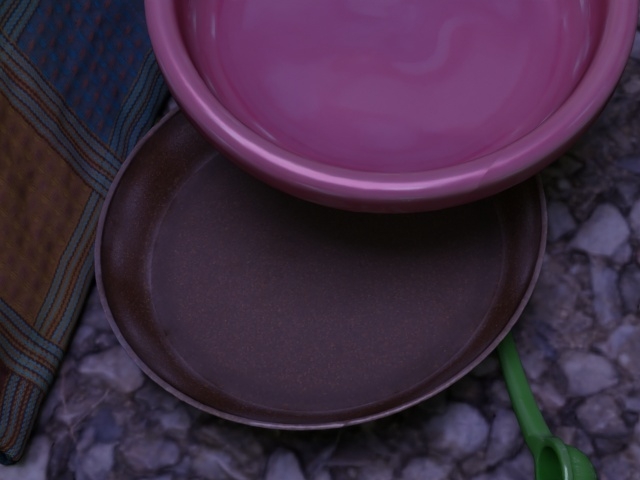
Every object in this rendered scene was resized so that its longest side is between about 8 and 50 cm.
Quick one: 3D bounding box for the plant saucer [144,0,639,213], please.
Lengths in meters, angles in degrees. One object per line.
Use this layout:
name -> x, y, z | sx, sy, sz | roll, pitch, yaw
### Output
plant saucer -> 0.047, -0.160, 0.966 | 0.332, 0.084, 0.332 | 0, 64, 0

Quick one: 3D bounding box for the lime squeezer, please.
lime squeezer -> 0.183, 0.153, 0.863 | 0.110, 0.059, 0.310 | -40, 62, -15

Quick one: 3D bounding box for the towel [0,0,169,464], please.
towel -> -0.205, -0.072, 0.923 | 0.040, 0.271, 0.370 | 1, 59, 27

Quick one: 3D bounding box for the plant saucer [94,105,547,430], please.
plant saucer -> 0.000, 0.000, 0.970 | 0.311, 0.050, 0.310 | -4, 56, 6
